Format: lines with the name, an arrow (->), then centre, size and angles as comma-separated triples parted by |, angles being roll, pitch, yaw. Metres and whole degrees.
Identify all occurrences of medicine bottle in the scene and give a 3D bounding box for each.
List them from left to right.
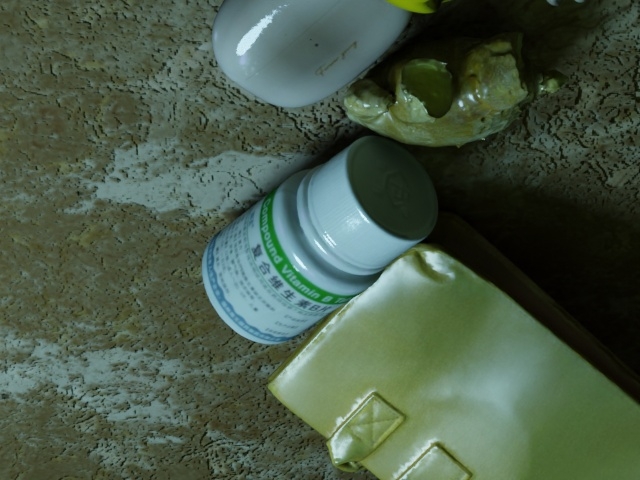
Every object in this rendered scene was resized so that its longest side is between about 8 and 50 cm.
medicine bottle -> 0.000, 0.000, 1.955 | 0.139, 0.139, 0.237 | 28, 140, -28

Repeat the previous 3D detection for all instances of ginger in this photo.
ginger -> 0.127, -0.143, 1.869 | 0.216, 0.102, 0.157 | -9, 168, -2

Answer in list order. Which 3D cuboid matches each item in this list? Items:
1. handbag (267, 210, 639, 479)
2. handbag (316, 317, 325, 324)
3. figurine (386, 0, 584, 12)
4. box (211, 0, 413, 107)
handbag -> 0.170, 0.183, 2.078 | 0.401, 0.133, 0.283 | 40, 109, -7
handbag -> 0.034, 0.068, 2.132 | 0.061, 0.027, 0.083 | 22, 129, -24
figurine -> 0.178, -0.278, 1.644 | 0.343, 0.187, 0.215 | 5, -179, 21
box -> -0.006, -0.207, 1.817 | 0.146, 0.088, 0.200 | 32, 123, -32
